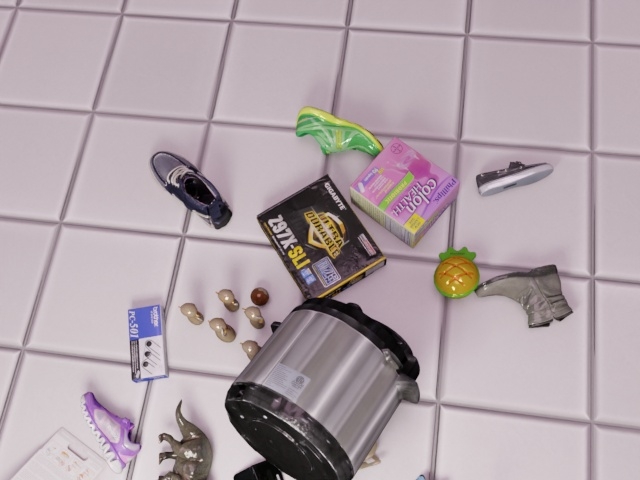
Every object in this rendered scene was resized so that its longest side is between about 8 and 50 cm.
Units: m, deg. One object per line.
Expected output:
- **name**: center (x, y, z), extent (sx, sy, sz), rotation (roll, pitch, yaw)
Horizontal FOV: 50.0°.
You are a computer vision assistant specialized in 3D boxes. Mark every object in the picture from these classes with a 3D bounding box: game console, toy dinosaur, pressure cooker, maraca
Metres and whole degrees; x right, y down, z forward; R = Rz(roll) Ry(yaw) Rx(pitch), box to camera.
- **game console**: center (-0.154, 0.651, 1.802), extent (0.107, 0.071, 0.122), rotation (-11, 66, -32)
- **toy dinosaur**: center (-0.348, 0.585, 1.808), extent (0.160, 0.121, 0.314), rotation (2, 64, -7)
- **pressure cooker**: center (0.021, 0.348, 1.694), extent (0.370, 0.375, 0.420), rotation (43, 58, -6)
- **maraca**: center (0.383, 0.087, 1.930), extent (0.127, 0.099, 0.186), rotation (1, 47, 13)

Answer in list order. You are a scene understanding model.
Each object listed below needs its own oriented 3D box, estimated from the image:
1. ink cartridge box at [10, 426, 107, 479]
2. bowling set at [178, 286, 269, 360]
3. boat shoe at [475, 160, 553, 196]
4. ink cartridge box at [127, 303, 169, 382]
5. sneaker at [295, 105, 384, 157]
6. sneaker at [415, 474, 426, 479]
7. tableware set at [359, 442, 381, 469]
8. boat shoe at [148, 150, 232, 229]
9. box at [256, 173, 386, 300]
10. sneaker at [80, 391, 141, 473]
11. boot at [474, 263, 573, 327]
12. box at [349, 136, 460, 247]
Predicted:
- **ink cartridge box**: center (-0.712, 0.646, 1.846), extent (0.181, 0.056, 0.225), rotation (31, 56, 16)
- **bowling set**: center (-0.235, 0.194, 1.910), extent (0.287, 0.154, 0.200), rotation (26, 74, 14)
- **boat shoe**: center (0.570, -0.199, 2.036), extent (0.228, 0.080, 0.076), rotation (-19, 70, 6)
- **ink cartridge box**: center (-0.490, 0.293, 1.953), extent (0.097, 0.046, 0.207), rotation (-9, 68, 0)
- **sneaker**: center (0.059, -0.313, 2.122), extent (0.295, 0.109, 0.124), rotation (23, 96, 12)
- **sneaker**: center (0.308, 0.646, 1.735), extent (0.162, 0.063, 0.073), rotation (25, 70, 14)
- **tableware set**: center (0.055, 0.558, 1.807), extent (0.194, 0.039, 0.128), rotation (-14, 56, -7)
- **boat shoe**: center (-0.407, -0.185, 2.070), extent (0.340, 0.158, 0.127), rotation (38, 77, 17)
- **box**: center (0.000, 0.000, 2.007), extent (0.257, 0.079, 0.322), rotation (-31, 69, -5)
- **sneaker**: center (-0.564, 0.505, 1.860), extent (0.104, 0.095, 0.236), rotation (-32, 74, -14)
- **boot**: center (0.561, 0.167, 1.892), extent (0.246, 0.083, 0.161), rotation (-13, 74, 2)
- **box**: center (0.245, -0.142, 2.017), extent (0.243, 0.117, 0.213), rotation (39, 77, 17)
